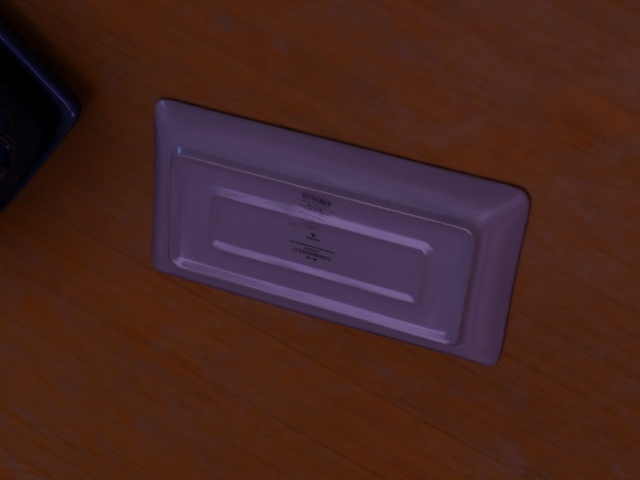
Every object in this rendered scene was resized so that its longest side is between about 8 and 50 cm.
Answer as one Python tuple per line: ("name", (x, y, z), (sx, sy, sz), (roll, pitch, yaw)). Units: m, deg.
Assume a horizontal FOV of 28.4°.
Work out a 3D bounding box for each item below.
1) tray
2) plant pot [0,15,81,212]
("tray", (0.000, 0.000, 0.874), (0.270, 0.030, 0.145), (15, 122, 15))
("plant pot", (-0.319, -0.071, 0.860), (0.236, 0.212, 0.236), (45, 125, -6))
